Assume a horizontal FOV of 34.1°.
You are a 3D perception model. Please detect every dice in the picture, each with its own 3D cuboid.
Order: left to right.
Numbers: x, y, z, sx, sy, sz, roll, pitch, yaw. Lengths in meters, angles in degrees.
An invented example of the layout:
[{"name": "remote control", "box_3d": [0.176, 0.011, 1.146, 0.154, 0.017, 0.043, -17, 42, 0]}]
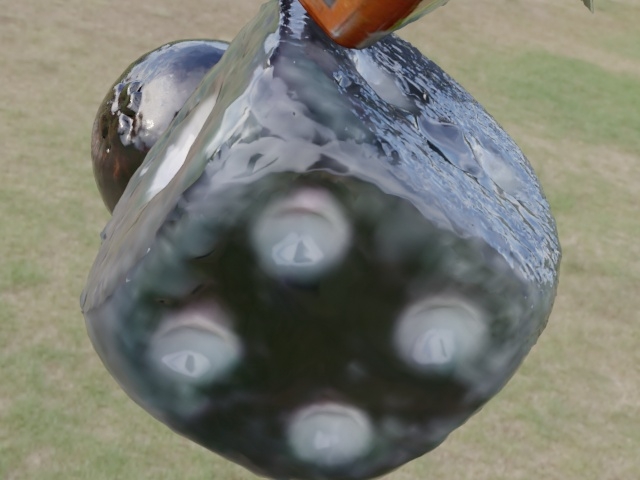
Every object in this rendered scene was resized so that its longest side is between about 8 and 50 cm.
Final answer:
[{"name": "dice", "box_3d": [0.000, 0.000, 0.530, 0.183, 0.182, 0.181, 35, 29, -19]}]

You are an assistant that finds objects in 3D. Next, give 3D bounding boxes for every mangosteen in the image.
[{"name": "mangosteen", "box_3d": [-0.098, -0.081, 1.049, 0.265, 0.228, 0.228, 23, 15, -41]}]

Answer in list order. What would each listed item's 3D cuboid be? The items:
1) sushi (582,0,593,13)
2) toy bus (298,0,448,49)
[{"name": "sushi", "box_3d": [0.096, -0.382, 0.746, 0.064, 0.359, 0.343, -16, 40, 1]}, {"name": "toy bus", "box_3d": [0.083, -0.187, 0.472, 0.265, 0.120, 0.121, -35, 84, -32]}]
